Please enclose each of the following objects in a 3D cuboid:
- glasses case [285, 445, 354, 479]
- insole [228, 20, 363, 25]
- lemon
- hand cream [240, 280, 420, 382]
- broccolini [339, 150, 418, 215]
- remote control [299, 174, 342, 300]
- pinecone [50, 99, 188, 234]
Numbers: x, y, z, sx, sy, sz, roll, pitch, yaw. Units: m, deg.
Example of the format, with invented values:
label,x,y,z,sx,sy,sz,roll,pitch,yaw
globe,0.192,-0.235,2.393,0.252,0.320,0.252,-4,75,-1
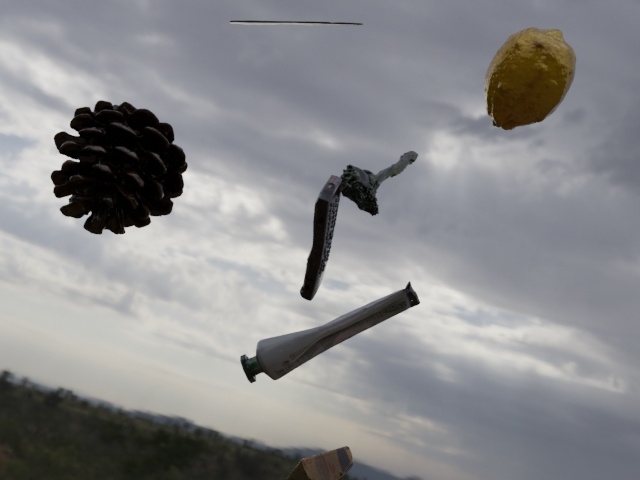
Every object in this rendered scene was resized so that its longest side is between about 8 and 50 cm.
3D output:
label,x,y,z,sx,sy,sz,roll,pitch,yaw
glasses case,-0.002,0.313,1.249,0.064,0.041,0.170,-14,-21,-16
insole,-0.034,-0.302,1.319,0.188,0.004,0.064,0,9,-2
lemon,0.285,-0.221,1.301,0.114,0.155,0.114,25,20,-10
hand cream,0.019,0.162,1.677,0.335,0.076,0.121,-24,-20,1
broccolini,0.086,-0.091,1.383,0.057,0.071,0.254,-4,12,22
remote control,0.000,0.000,1.290,0.028,0.059,0.212,22,-42,11
pinecone,-0.299,-0.097,1.372,0.207,0.208,0.208,15,-15,4
